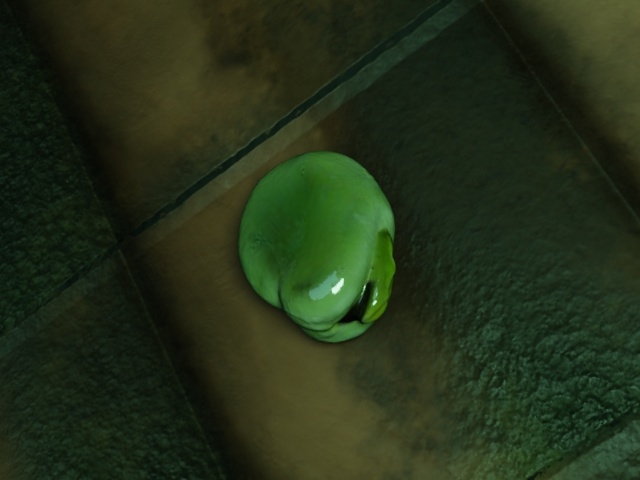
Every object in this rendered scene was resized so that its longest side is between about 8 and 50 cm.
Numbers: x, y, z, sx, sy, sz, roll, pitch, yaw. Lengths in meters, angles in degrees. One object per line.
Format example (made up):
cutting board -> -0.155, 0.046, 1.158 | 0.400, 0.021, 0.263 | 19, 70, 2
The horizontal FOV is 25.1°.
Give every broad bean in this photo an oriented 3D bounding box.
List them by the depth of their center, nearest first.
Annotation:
broad bean -> 0.000, 0.000, 1.468 | 0.169, 0.100, 0.228 | -42, 56, -1
